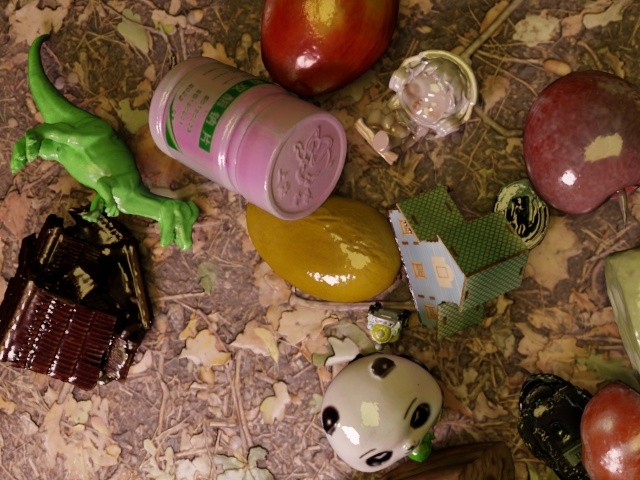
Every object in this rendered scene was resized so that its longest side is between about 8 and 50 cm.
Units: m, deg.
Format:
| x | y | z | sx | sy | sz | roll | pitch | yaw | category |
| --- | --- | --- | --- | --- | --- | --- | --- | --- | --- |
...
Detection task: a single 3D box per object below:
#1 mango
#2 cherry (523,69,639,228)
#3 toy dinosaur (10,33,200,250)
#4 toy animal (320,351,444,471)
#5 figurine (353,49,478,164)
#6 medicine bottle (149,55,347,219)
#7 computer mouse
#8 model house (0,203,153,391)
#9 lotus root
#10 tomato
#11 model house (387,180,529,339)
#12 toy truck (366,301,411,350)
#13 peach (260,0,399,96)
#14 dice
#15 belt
| x | y | z | sx | sy | sz | roll | pitch | yaw | category |
| --- | --- | --- | --- | --- | --- | --- | --- | --- | --- |
| 0.000 | 0.009 | 1.478 | 0.332 | 0.142 | 0.195 | 15 | 88 | 22 | mango |
| 0.462 | -0.154 | 1.315 | 0.236 | 0.213 | 0.285 | -17 | 75 | 6 | cherry |
| -0.425 | -0.225 | 1.609 | 0.375 | 0.144 | 0.499 | 12 | 54 | -22 | toy dinosaur |
| 0.115 | 0.299 | 1.375 | 0.213 | 0.267 | 0.212 | 0 | 89 | 10 | toy animal |
| 0.183 | -0.250 | 1.426 | 0.237 | 0.141 | 0.162 | -38 | 85 | 11 | figurine |
| -0.137 | -0.193 | 1.431 | 0.325 | 0.212 | 0.212 | 31 | 97 | 34 | medicine bottle |
| 0.431 | 0.334 | 1.381 | 0.146 | 0.077 | 0.241 | -34 | 92 | 4 | computer mouse |
| -0.474 | 0.105 | 1.523 | 0.297 | 0.282 | 0.317 | 30 | 97 | 14 | model house |
| 0.204 | 0.516 | 1.338 | 0.250 | 0.316 | 0.316 | -16 | 85 | 25 | lotus root |
| 0.509 | 0.350 | 1.274 | 0.155 | 0.181 | 0.214 | -43 | 100 | -5 | tomato |
| 0.251 | 0.029 | 1.339 | 0.178 | 0.206 | 0.271 | -17 | 96 | -20 | model house |
| 0.121 | 0.162 | 1.453 | 0.076 | 0.111 | 0.076 | 15 | 99 | 16 | toy truck |
| 0.007 | -0.397 | 1.430 | 0.281 | 0.238 | 0.280 | -23 | 60 | 47 | peach |
| 0.610 | 0.113 | 1.250 | 0.255 | 0.252 | 0.249 | -15 | 86 | 12 | dice |
| 0.361 | -0.043 | 1.417 | 0.105 | 0.058 | 0.140 | 1 | 89 | 12 | belt |
